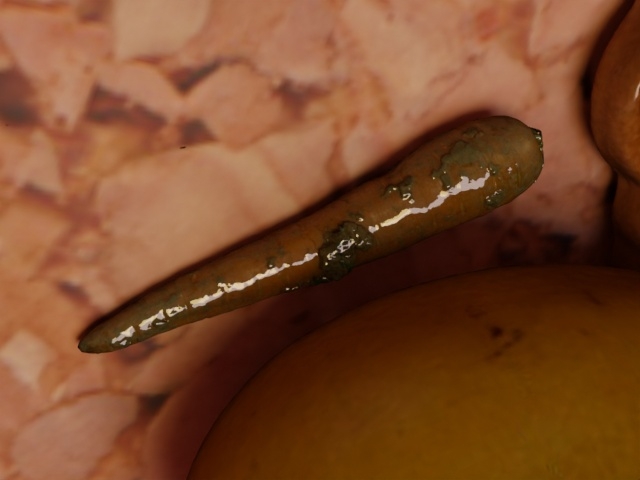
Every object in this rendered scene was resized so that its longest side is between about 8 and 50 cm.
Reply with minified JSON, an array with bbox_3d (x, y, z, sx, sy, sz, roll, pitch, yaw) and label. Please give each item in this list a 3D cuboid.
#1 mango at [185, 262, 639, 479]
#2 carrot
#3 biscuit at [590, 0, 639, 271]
[{"bbox_3d":[0.140,0.142,0.720,0.446,0.232,0.300,-4,138,-30],"label":"mango"},{"bbox_3d":[0.000,0.000,0.676,0.254,0.049,0.049,-25,131,-10],"label":"carrot"},{"bbox_3d":[0.235,-0.082,0.761,0.202,0.047,0.334,-27,133,-14],"label":"biscuit"}]
